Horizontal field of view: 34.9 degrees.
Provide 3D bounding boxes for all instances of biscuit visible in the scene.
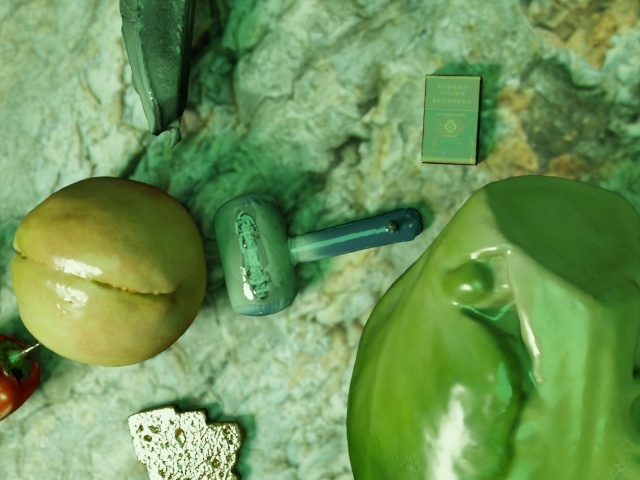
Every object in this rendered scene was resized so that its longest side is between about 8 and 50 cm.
[{"bbox_3d":[-0.137,0.209,1.018,0.130,0.019,0.119,35,101,8],"label":"biscuit"}]

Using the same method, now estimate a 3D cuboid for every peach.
[{"bbox_3d":[-0.191,0.029,0.943,0.184,0.184,0.184,1,94,13],"label":"peach"}]

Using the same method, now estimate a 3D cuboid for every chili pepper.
[{"bbox_3d":[-0.331,0.137,1.029,0.192,0.084,0.086,-30,115,16],"label":"chili pepper"}]

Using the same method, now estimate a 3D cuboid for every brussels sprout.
[{"bbox_3d":[0.160,0.126,0.798,0.281,0.289,0.354,13,122,12],"label":"brussels sprout"}]

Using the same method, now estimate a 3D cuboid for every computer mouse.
[{"bbox_3d":[-0.155,-0.201,0.951,0.068,0.113,0.229,5,91,-2],"label":"computer mouse"}]

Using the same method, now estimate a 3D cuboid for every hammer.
[{"bbox_3d":[0.000,0.000,0.954,0.194,0.069,0.116,-13,90,6],"label":"hammer"}]

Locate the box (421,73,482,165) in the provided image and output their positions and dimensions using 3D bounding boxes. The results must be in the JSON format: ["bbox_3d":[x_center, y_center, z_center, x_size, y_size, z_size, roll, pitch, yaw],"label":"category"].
[{"bbox_3d":[0.121,-0.110,0.933,0.052,0.023,0.082,3,94,14],"label":"box"}]
